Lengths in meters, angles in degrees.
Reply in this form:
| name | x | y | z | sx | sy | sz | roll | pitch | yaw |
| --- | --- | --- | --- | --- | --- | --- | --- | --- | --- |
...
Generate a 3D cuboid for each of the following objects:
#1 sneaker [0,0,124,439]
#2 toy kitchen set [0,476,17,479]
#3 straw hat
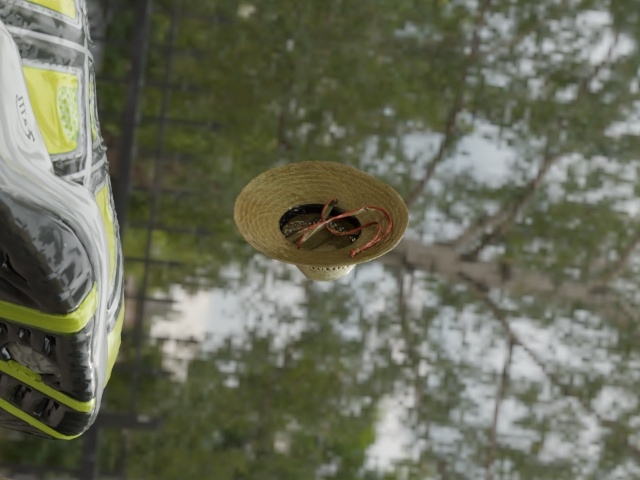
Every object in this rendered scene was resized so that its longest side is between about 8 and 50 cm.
| name | x | y | z | sx | sy | sz | roll | pitch | yaw |
| --- | --- | --- | --- | --- | --- | --- | --- | --- | --- |
| sneaker | -0.132 | -0.068 | 0.584 | 0.384 | 0.145 | 0.147 | 87 | 22 | -46 |
| toy kitchen set | -0.148 | 0.147 | 0.722 | 0.083 | 0.075 | 0.068 | 40 | 62 | -66 |
| straw hat | 0.000 | 0.000 | 1.277 | 0.144 | 0.145 | 0.061 | -94 | -178 | -48 |
